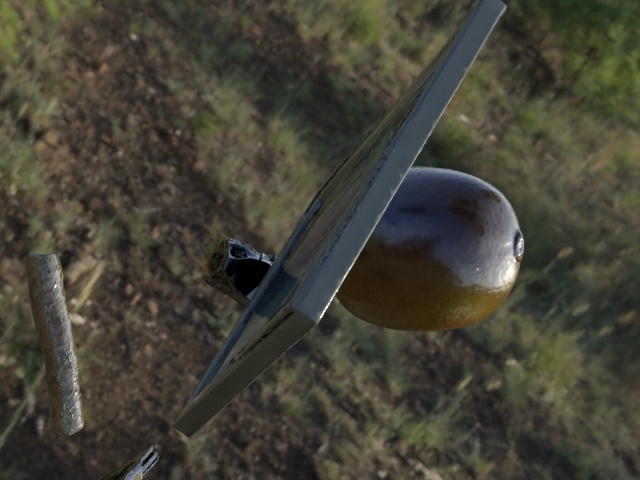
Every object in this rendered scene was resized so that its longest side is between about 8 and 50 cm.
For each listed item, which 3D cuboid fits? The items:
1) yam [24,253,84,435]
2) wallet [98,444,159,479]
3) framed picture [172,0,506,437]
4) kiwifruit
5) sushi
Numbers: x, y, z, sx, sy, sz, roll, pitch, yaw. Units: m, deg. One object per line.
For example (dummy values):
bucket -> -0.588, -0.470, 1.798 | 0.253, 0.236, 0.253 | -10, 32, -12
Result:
yam -> -0.429, 0.167, 1.898 | 0.066, 0.066, 0.300 | -11, 92, -65
wallet -> -0.261, 0.309, 1.344 | 0.031, 0.122, 0.232 | 55, 16, -2
framed picture -> 0.000, 0.000, 0.803 | 0.022, 0.335, 0.247 | 34, 65, -5
kiwifruit -> 0.123, 0.008, 1.377 | 0.196, 0.234, 0.196 | -5, 90, -72
sushi -> -0.060, 0.034, 1.021 | 0.083, 0.056, 0.084 | 27, 1, -23
